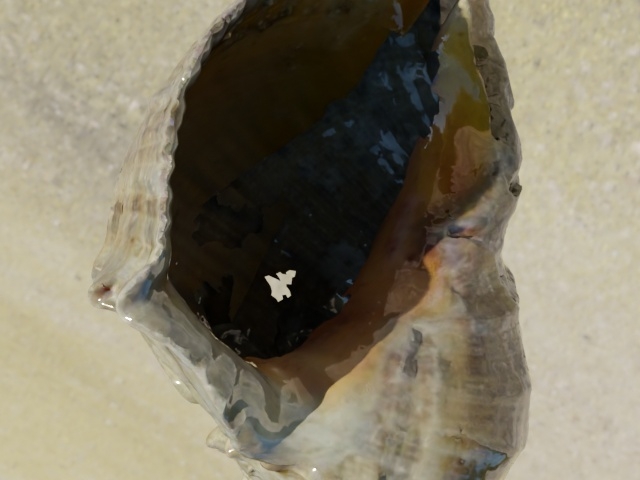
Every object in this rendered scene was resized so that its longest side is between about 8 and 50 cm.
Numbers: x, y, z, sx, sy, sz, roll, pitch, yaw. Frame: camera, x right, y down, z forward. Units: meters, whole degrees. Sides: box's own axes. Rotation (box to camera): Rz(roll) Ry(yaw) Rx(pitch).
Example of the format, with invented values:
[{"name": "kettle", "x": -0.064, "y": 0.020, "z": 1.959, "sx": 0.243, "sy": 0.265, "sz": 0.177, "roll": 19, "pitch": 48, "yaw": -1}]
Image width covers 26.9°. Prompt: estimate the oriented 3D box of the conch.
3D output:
[{"name": "conch", "x": -0.014, "y": 0.004, "z": 0.753, "sx": 0.210, "sy": 0.352, "sz": 0.297, "roll": -12, "pitch": 156, "yaw": 38}]
